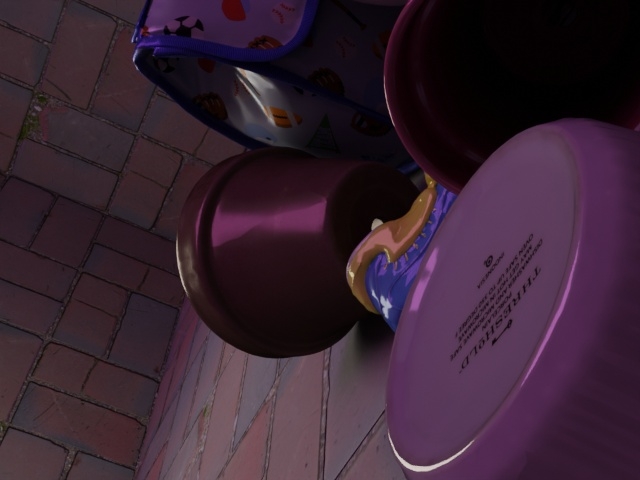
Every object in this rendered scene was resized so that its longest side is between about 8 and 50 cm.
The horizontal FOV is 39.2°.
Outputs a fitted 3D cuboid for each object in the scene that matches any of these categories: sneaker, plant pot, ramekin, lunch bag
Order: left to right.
[{"bbox_3d":[-0.022,-0.284,1.137,0.239,0.386,0.327,-30,42,56],"label":"lunch bag"},{"bbox_3d":[0.000,0.000,1.035,0.229,0.263,0.263,-15,51,54],"label":"plant pot"},{"bbox_3d":[0.131,-0.003,0.837,0.240,0.091,0.126,-50,48,24],"label":"sneaker"},{"bbox_3d":[0.166,-0.146,0.675,0.201,0.201,0.180,-58,-1,36],"label":"plant pot"},{"bbox_3d":[0.141,0.053,0.522,0.272,0.127,0.273,-61,13,24],"label":"ramekin"}]

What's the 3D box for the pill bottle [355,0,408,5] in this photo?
[{"bbox_3d":[0.084,-0.457,0.965,0.204,0.204,0.360,144,140,-68],"label":"pill bottle"}]
